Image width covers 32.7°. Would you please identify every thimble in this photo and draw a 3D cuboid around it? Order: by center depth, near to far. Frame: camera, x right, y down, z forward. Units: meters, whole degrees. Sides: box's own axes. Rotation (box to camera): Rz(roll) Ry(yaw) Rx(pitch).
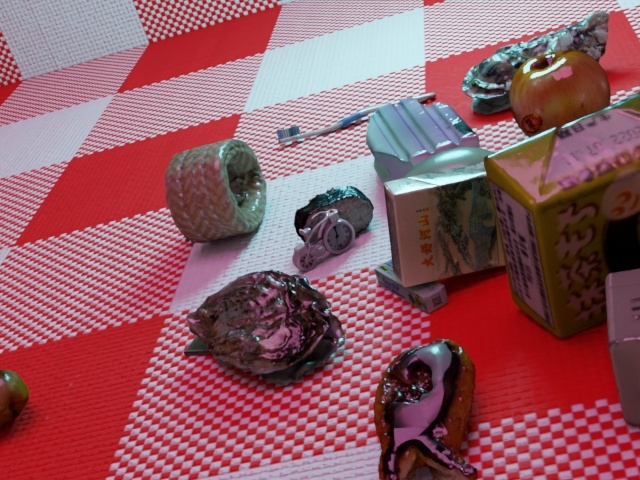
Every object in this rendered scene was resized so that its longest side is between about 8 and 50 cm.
[{"bbox_3d":[-0.212,-0.103,2.217,0.148,0.196,0.229,-12,28,18],"label":"thimble"}]

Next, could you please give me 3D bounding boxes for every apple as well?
[{"bbox_3d":[0.466,-0.284,2.139,0.209,0.164,0.209,-18,24,8],"label":"apple"}]

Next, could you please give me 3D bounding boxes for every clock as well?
[{"bbox_3d":[0.000,0.000,2.005,0.129,0.087,0.041,-35,29,-13],"label":"clock"}]

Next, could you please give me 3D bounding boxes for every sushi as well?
[{"bbox_3d":[0.025,-0.046,2.068,0.150,0.090,0.078,-25,22,-7],"label":"sushi"}]

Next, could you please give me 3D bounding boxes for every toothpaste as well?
[{"bbox_3d":[0.150,0.073,1.809,0.046,0.034,0.164,-28,27,-18],"label":"toothpaste"}]

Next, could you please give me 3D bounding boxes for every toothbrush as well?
[{"bbox_3d":[0.085,-0.287,2.568,0.386,0.040,0.040,-14,26,4],"label":"toothbrush"}]

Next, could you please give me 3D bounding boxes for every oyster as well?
[{"bbox_3d":[-0.089,0.137,1.771,0.198,0.112,0.268,-44,45,-12],"label":"oyster"},{"bbox_3d":[0.475,-0.389,2.378,0.351,0.158,0.162,-28,59,13],"label":"oyster"}]

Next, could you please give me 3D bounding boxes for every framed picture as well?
[{"bbox_3d":[-0.149,0.160,1.872,0.149,0.011,0.109,-4,30,28],"label":"framed picture"}]

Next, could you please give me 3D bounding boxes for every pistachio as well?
[{"bbox_3d":[-0.557,0.269,1.850,0.189,0.100,0.110,-14,-2,44],"label":"pistachio"}]

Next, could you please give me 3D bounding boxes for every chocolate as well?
[{"bbox_3d":[0.406,-0.031,1.547,0.289,0.301,0.137,-22,38,-2],"label":"chocolate"}]

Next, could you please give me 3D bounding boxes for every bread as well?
[{"bbox_3d":[0.141,0.237,1.448,0.139,0.095,0.269,-14,40,16],"label":"bread"}]

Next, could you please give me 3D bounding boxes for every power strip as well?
[{"bbox_3d":[0.434,0.143,1.357,0.140,0.139,0.224,-9,28,19],"label":"power strip"}]

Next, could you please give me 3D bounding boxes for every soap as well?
[{"bbox_3d":[0.197,-0.189,2.204,0.193,0.109,0.324,-20,27,-1],"label":"soap"}]

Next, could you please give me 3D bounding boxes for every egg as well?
[{"bbox_3d":[0.228,-0.070,1.881,0.231,0.168,0.168,-22,26,5],"label":"egg"}]

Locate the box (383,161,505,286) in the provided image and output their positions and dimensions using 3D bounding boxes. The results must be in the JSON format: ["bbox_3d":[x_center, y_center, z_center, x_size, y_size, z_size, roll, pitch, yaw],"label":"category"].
[{"bbox_3d":[0.239,-0.035,1.762,0.256,0.164,0.069,-12,24,-9],"label":"box"}]
